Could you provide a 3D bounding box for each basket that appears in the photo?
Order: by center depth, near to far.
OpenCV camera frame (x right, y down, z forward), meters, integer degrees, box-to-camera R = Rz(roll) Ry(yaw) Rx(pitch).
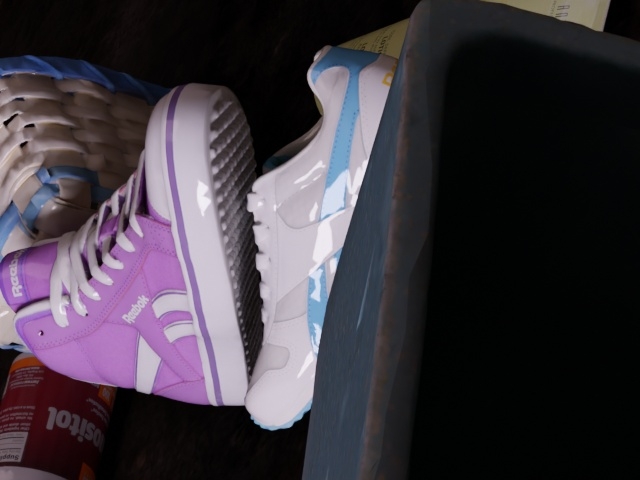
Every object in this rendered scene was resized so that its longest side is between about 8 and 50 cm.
[{"bbox_3d":[-0.184,-0.039,1.242,0.201,0.255,0.289,-56,35,26],"label":"basket"}]

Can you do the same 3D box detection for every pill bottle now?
[{"bbox_3d":[-0.210,0.165,1.310,0.086,0.086,0.152,-35,37,50],"label":"pill bottle"}]

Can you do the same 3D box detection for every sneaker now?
[{"bbox_3d":[0.000,0.000,0.966,0.087,0.092,0.228,-63,-3,-71],"label":"sneaker"},{"bbox_3d":[-0.118,0.012,1.008,0.282,0.161,0.102,92,-174,-53],"label":"sneaker"}]

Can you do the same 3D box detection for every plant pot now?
[{"bbox_3d":[0.098,0.128,0.491,0.252,0.248,0.247,115,166,-54],"label":"plant pot"}]

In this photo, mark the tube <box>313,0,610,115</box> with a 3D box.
[{"bbox_3d":[0.083,-0.109,0.984,0.240,0.062,0.070,-10,100,56],"label":"tube"}]
